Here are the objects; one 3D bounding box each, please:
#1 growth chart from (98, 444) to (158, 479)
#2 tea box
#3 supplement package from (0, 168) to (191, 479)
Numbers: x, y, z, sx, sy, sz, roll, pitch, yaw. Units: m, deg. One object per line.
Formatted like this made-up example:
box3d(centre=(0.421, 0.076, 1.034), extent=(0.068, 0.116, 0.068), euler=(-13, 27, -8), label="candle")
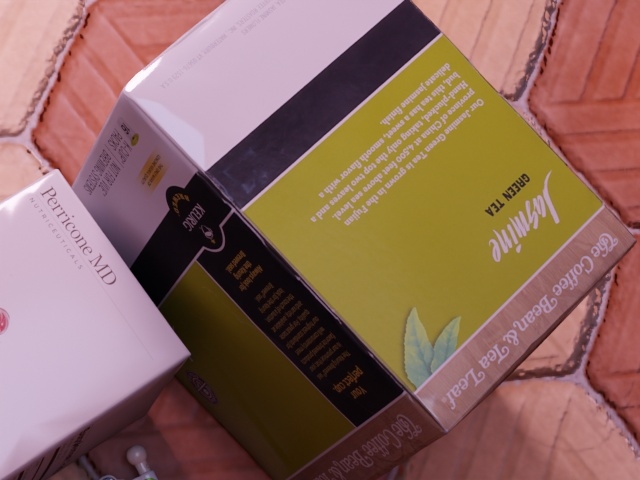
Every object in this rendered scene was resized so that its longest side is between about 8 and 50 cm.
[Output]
box3d(centre=(-0.189, 0.286, 1.502), extent=(0.237, 0.021, 0.172), euler=(-31, 84, -23), label="growth chart")
box3d(centre=(0.000, 0.000, 1.486), extent=(0.220, 0.329, 0.323), euler=(-42, 89, -25), label="tea box")
box3d(centre=(-0.274, 0.112, 1.449), extent=(0.293, 0.175, 0.177), euler=(-34, 83, -24), label="supplement package")
